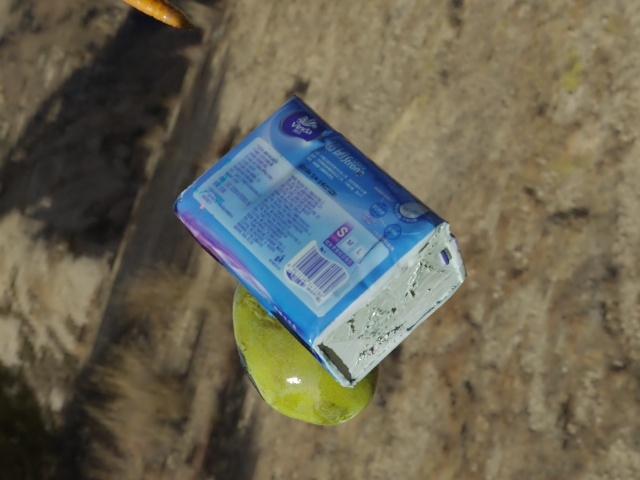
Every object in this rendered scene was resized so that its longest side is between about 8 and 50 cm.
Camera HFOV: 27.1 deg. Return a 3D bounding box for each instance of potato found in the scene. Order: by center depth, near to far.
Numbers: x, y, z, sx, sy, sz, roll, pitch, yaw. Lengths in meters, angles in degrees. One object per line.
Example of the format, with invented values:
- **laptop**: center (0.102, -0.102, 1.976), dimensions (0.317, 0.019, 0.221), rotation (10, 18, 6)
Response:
- **potato**: center (-0.022, 0.130, 1.805), dimensions (0.186, 0.253, 0.148), rotation (-33, -10, -16)

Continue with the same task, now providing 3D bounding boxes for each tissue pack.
- **tissue pack**: center (0.000, 0.000, 1.475), dimensions (0.198, 0.146, 0.263), rotation (-42, 56, -9)

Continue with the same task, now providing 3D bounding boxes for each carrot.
- **carrot**: center (-0.282, -0.358, 1.802), dimensions (0.061, 0.257, 0.061), rotation (-48, 19, 22)
